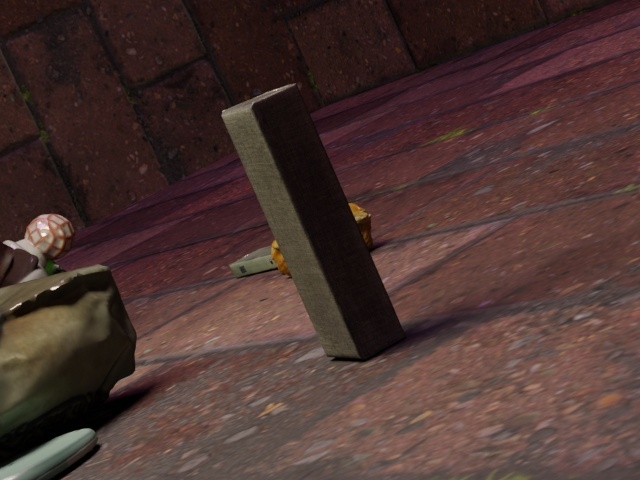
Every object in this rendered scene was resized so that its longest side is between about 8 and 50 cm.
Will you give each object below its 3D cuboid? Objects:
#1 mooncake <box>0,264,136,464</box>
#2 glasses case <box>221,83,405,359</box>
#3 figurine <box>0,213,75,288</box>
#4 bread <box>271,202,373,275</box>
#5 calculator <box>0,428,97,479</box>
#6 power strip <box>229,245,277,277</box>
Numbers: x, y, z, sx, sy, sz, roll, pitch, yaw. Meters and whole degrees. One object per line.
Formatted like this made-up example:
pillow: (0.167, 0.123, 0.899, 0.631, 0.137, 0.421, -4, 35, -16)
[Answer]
mooncake: (-0.307, 0.134, 1.538, 0.254, 0.136, 0.250, -13, 14, 39)
glasses case: (-0.004, -0.013, 1.293, 0.047, 0.205, 0.071, -27, 8, -22)
figurine: (-0.368, 0.090, 2.013, 0.281, 0.167, 0.370, -44, -4, 7)
bread: (0.000, 0.000, 1.803, 0.074, 0.053, 0.132, -28, 6, -24)
calculator: (-0.241, 0.187, 1.384, 0.153, 0.021, 0.095, -27, 6, -41)
power strip: (-0.053, 0.019, 1.984, 0.051, 0.019, 0.136, -27, 7, -32)
